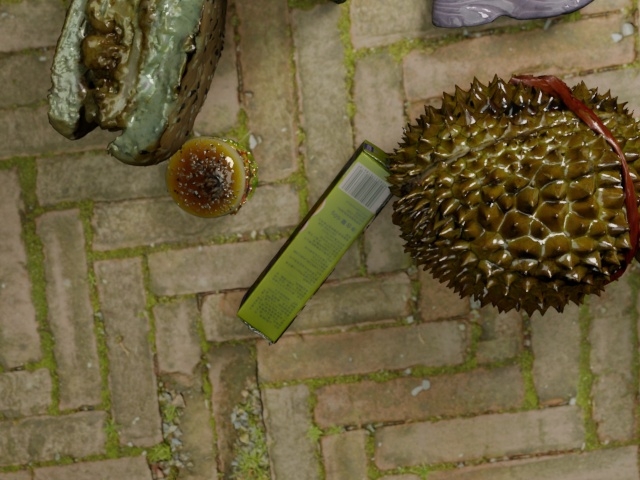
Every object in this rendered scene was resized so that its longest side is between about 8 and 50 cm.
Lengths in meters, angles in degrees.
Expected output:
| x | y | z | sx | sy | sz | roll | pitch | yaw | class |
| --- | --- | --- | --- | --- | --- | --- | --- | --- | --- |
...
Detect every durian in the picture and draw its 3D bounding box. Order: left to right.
| x | y | z | sx | sy | sz | roll | pitch | yaw | class |
| --- | --- | --- | --- | --- | --- | --- | --- | --- | --- |
| 0.287 | -0.067 | 1.773 | 0.385 | 0.347 | 0.347 | -12 | 103 | 9 | durian |

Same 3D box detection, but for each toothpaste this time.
| x | y | z | sx | sy | sz | roll | pitch | yaw | class |
| --- | --- | --- | --- | --- | --- | --- | --- | --- | --- |
| 0.000 | 0.000 | 1.915 | 0.077 | 0.110 | 0.327 | 37 | 104 | -7 | toothpaste |

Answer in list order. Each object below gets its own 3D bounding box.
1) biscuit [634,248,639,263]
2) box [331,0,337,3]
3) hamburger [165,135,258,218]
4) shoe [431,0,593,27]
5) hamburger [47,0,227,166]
| x | y | z | sx | sy | sz | roll | pitch | yaw | class |
| --- | --- | --- | --- | --- | --- | --- | --- | --- | --- |
| 0.589 | 0.078 | 1.785 | 0.332 | 0.332 | 0.103 | 40 | 85 | -6 | biscuit |
| -0.005 | -0.425 | 1.733 | 0.138 | 0.274 | 0.178 | 17 | 98 | -2 | box |
| -0.163 | -0.095 | 1.917 | 0.141 | 0.081 | 0.126 | 13 | 104 | 2 | hamburger |
| 0.274 | -0.378 | 1.811 | 0.245 | 0.095 | 0.137 | -4 | 106 | 12 | shoe |
| -0.242 | -0.275 | 1.780 | 0.195 | 0.277 | 0.317 | 19 | 105 | 3 | hamburger |
